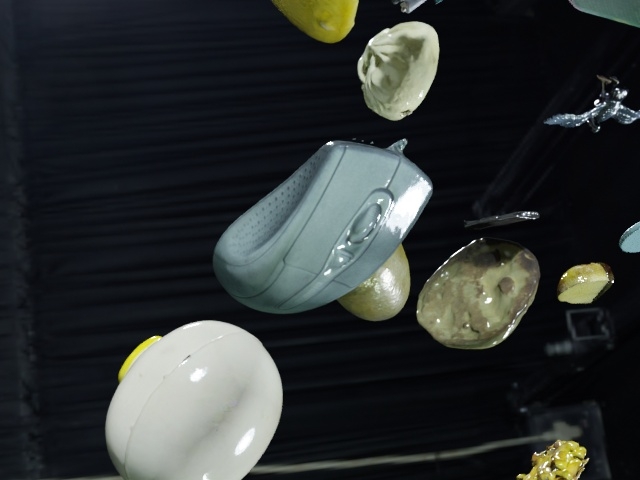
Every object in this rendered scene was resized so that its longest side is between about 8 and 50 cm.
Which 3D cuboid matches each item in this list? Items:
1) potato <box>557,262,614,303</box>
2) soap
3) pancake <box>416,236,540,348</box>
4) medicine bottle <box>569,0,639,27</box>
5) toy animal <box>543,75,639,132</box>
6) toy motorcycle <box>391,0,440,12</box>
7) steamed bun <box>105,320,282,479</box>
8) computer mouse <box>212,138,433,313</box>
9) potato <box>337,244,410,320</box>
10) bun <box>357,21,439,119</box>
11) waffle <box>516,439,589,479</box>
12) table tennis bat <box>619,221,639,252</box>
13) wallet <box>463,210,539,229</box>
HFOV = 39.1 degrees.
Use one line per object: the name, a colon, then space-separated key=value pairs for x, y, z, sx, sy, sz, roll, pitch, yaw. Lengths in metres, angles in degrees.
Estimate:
potato: x=0.534 y=0.082 z=1.866 sx=0.096 sy=0.103 sz=0.066 roll=117 pitch=-32 yaw=-48
soap: x=-0.041 y=-0.539 z=1.789 sx=0.306 sy=0.115 sz=0.427 roll=43 pitch=-8 yaw=-2
pancake: x=0.341 y=0.115 z=1.959 sx=0.049 sy=0.294 sz=0.294 roll=51 pitch=9 yaw=-36
medicine bottle: x=0.440 y=-0.375 z=1.278 sx=0.274 sy=0.133 sz=0.133 roll=35 pitch=-50 yaw=45
toy animal: x=0.490 y=-0.230 z=1.557 sx=0.062 sy=0.220 sz=0.108 roll=-116 pitch=-151 yaw=-46
toy motorcycle: x=0.262 y=-0.569 z=1.862 sx=0.110 sy=0.260 sz=0.171 roll=57 pitch=4 yaw=-8
steamed bun: x=-0.247 y=0.341 z=1.797 sx=0.334 sy=0.374 sz=0.334 roll=38 pitch=-22 yaw=19
computer mouse: x=0.000 y=0.000 z=1.217 sx=0.371 sy=0.188 sz=0.122 roll=-44 pitch=-135 yaw=33
potato: x=0.081 y=0.047 z=1.587 sx=0.174 sy=0.159 sz=0.251 roll=43 pitch=-1 yaw=19
bun: x=0.175 y=-0.411 z=2.132 sx=0.259 sy=0.160 sz=0.259 roll=-55 pitch=-161 yaw=30
waffle: x=0.307 y=0.391 z=1.353 sx=0.051 sy=0.228 sz=0.232 roll=40 pitch=-49 yaw=10
table tennis bat: x=0.773 y=-0.035 z=1.974 sx=0.153 sy=0.244 sz=0.040 roll=38 pitch=31 yaw=-57
wallet: x=0.388 y=-0.043 z=1.948 sx=0.156 sy=0.082 sz=0.018 roll=-13 pitch=-102 yaw=49
